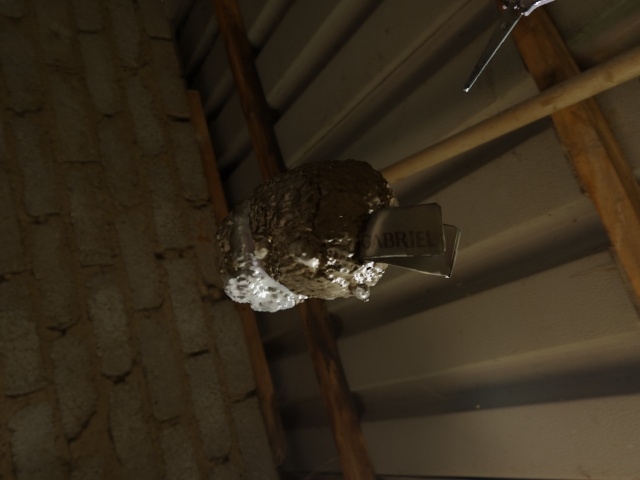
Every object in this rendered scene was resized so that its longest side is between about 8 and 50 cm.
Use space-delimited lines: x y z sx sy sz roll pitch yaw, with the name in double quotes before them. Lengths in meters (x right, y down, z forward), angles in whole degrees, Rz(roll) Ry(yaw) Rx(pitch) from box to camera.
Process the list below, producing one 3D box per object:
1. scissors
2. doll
"scissors" 0.216 -0.255 0.586 0.100 0.015 0.189 36 -84 31
"doll" -0.002 -0.005 0.386 0.221 0.105 0.115 -15 -135 55
